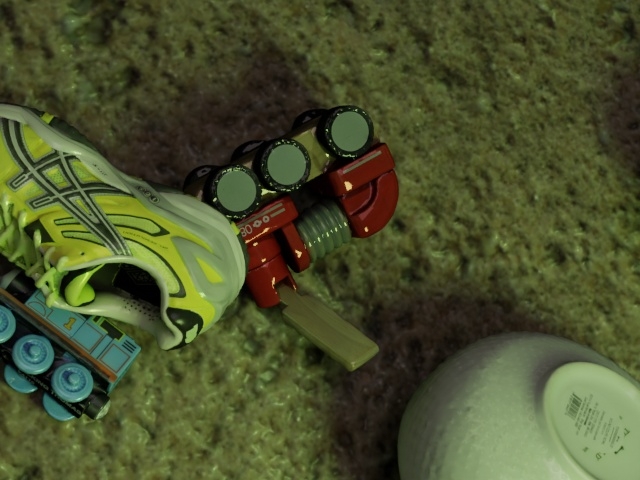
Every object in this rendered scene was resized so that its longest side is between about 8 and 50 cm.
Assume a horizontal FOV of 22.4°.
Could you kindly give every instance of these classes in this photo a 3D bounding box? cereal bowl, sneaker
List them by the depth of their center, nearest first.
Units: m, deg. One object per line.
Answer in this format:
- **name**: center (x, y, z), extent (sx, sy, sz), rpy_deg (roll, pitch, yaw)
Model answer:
- **sneaker**: center (-0.263, -0.019, 1.611), extent (0.385, 0.145, 0.147), rpy_deg (21, 37, 3)
- **cereal bowl**: center (0.255, 0.228, 1.645), extent (0.339, 0.141, 0.339), rpy_deg (19, 46, -21)

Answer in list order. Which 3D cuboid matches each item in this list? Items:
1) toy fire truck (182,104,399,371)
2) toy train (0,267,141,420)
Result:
- **toy fire truck**: center (0.000, 0.000, 1.729), extent (0.217, 0.158, 0.246), rpy_deg (-29, 101, -17)
- **toy train**: center (-0.277, 0.103, 1.639), extent (0.184, 0.080, 0.105), rpy_deg (37, 57, 1)
